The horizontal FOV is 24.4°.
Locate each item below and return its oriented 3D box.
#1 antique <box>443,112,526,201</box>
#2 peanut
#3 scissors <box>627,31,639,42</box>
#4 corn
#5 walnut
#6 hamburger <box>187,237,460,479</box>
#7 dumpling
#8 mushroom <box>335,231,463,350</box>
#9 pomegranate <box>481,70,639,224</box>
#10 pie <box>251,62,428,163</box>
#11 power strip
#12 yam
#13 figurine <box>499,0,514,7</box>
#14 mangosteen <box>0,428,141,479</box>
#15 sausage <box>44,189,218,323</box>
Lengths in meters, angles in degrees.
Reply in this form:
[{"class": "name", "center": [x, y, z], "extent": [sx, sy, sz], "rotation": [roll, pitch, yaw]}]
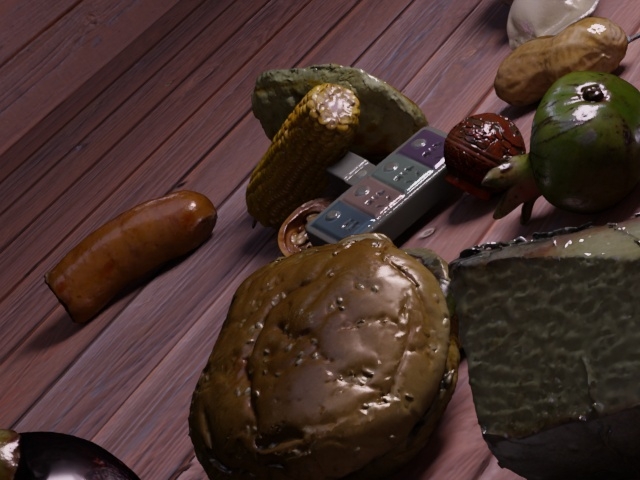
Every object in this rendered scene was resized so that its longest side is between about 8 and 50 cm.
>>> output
[{"class": "antique", "center": [0.192, -0.101, 1.723], "extent": [0.104, 0.104, 0.104], "rotation": [-29, 20, 12]}, {"class": "peanut", "center": [0.300, -0.222, 1.871], "extent": [0.193, 0.089, 0.089], "rotation": [-20, 23, 44]}, {"class": "scissors", "center": [0.404, -0.263, 1.909], "extent": [0.083, 0.006, 0.036], "rotation": [-25, 23, 22]}, {"class": "corn", "center": [-0.023, -0.106, 1.938], "extent": [0.101, 0.101, 0.310], "rotation": [-48, -4, -35]}, {"class": "walnut", "center": [0.000, 0.000, 1.839], "extent": [0.091, 0.052, 0.121], "rotation": [30, 57, 29]}, {"class": "hamburger", "center": [0.000, 0.116, 1.381], "extent": [0.265, 0.134, 0.285], "rotation": [-19, 46, 43]}, {"class": "dumpling", "center": [0.334, -0.331, 2.039], "extent": [0.169, 0.100, 0.134], "rotation": [-38, 24, -10]}, {"class": "mushroom", "center": [0.074, 0.056, 1.569], "extent": [0.100, 0.081, 0.312], "rotation": [-41, 22, -3]}, {"class": "pomegranate", "center": [0.258, -0.093, 1.564], "extent": [0.191, 0.131, 0.152], "rotation": [-26, 23, 41]}, {"class": "pie", "center": [0.028, -0.162, 2.007], "extent": [0.248, 0.201, 0.090], "rotation": [-2, 60, 36]}, {"class": "power strip", "center": [0.071, -0.059, 1.807], "extent": [0.216, 0.061, 0.145], "rotation": [-39, 42, -18]}, {"class": "yam", "center": [0.263, 0.065, 1.086], "extent": [0.271, 0.201, 0.202], "rotation": [-25, 64, 43]}, {"class": "figurine", "center": [0.399, -0.472, 2.204], "extent": [0.365, 0.206, 0.218], "rotation": [-15, 0, -6]}, {"class": "mangosteen", "center": [-0.277, 0.277, 1.293], "extent": [0.287, 0.287, 0.233], "rotation": [-20, 18, 33]}, {"class": "sausage", "center": [-0.275, 0.013, 2.171], "extent": [0.270, 0.109, 0.109], "rotation": [-32, 20, 1]}]
